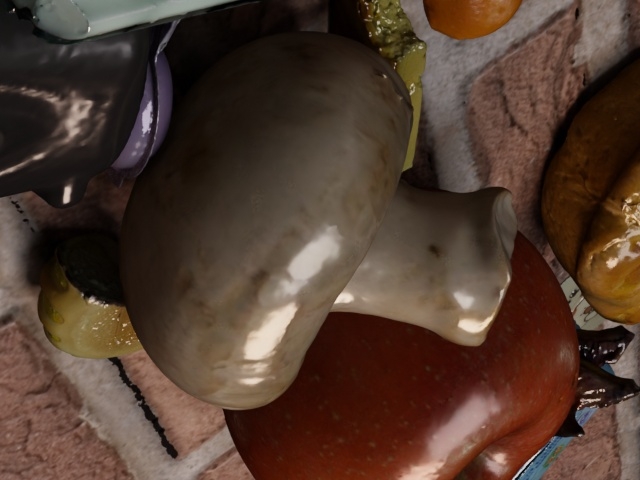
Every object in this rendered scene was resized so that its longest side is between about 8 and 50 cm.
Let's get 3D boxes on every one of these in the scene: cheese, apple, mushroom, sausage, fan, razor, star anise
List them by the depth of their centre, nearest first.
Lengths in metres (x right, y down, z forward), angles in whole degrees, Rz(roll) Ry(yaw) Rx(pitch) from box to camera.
[{"bbox_3d":[-0.271,-0.081,1.163,0.349,0.113,0.204,-19,145,-40],"label":"razor"},{"bbox_3d":[-0.131,-0.122,1.299,0.042,0.105,0.191,-5,132,-31],"label":"cheese"},{"bbox_3d":[0.000,0.000,1.398,0.297,0.290,0.298,-155,-90,-89],"label":"mushroom"},{"bbox_3d":[0.122,-0.249,1.457,0.098,0.098,0.238,-32,149,-19],"label":"sausage"},{"bbox_3d":[0.075,0.121,1.708,0.348,0.277,0.348,-31,150,-21],"label":"apple"},{"bbox_3d":[0.211,0.156,1.959,0.272,0.272,0.103,-23,125,-33],"label":"star anise"},{"bbox_3d":[0.370,0.071,2.296,0.329,0.009,0.191,-3,132,-50],"label":"fan"}]

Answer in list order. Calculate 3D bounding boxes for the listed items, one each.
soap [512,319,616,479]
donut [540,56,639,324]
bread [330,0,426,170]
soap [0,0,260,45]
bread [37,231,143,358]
[{"bbox_3d":[0.208,0.210,2.130,0.077,0.156,0.293,2,128,-55],"label":"soap"},{"bbox_3d":[0.365,-0.061,1.961,0.299,0.150,0.317,-16,141,-41],"label":"donut"},{"bbox_3d":[0.046,-0.147,1.504,0.049,0.088,0.226,-28,150,-22],"label":"bread"},{"bbox_3d":[-0.092,-0.218,1.163,0.261,0.150,0.094,-20,148,-37],"label":"soap"},{"bbox_3d":[-0.178,0.054,1.501,0.157,0.083,0.094,5,129,-52],"label":"bread"}]
